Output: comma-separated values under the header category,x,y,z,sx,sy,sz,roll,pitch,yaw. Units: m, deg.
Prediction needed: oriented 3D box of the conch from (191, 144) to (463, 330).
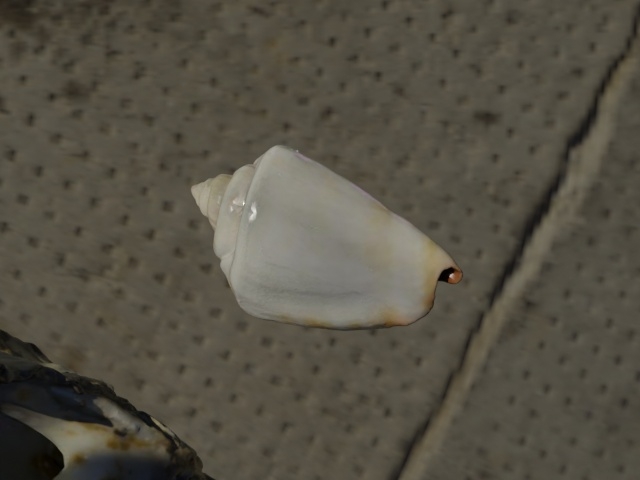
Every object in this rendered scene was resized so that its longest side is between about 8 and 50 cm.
category,x,y,z,sx,sy,sz,roll,pitch,yaw
conch,-0.002,0.003,1.214,0.176,0.094,0.104,23,72,-5

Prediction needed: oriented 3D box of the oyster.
category,x,y,z,sx,sy,sz,roll,pitch,yaw
oyster,-0.184,0.106,0.988,0.341,0.110,0.166,6,94,-51
